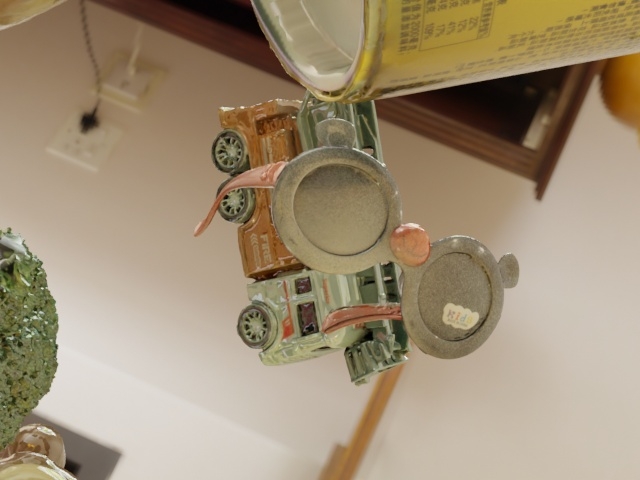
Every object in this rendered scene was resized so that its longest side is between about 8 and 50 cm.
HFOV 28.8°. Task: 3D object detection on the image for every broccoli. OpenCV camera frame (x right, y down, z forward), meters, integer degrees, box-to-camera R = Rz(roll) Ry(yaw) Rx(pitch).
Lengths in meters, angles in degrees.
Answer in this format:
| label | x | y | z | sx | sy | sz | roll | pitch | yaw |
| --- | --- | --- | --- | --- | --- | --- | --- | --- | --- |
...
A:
| label | x | y | z | sx | sy | sz | roll | pitch | yaw |
| --- | --- | --- | --- | --- | --- | --- | --- | --- | --- |
| broccoli | -0.332 | 0.083 | 0.953 | 0.270 | 0.270 | 0.270 | -33 | 150 | -22 |

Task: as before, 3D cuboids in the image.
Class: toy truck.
| label | x | y | z | sx | sy | sz | roll | pitch | yaw |
| --- | --- | --- | --- | --- | --- | --- | --- | --- | --- |
| toy truck | 0.000 | 0.000 | 1.407 | 0.133 | 0.184 | 0.338 | -3 | 82 | -54 |

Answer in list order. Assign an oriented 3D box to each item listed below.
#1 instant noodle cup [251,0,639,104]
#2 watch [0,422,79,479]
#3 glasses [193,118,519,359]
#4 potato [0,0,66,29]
| label | x | y | z | sx | sy | sz | roll | pitch | yaw |
| --- | --- | --- | --- | --- | --- | --- | --- | --- | --- |
| instant noodle cup | 0.088 | -0.229 | 0.720 | 0.254 | 0.325 | 0.325 | -19 | 154 | -16 |
| watch | -0.442 | 0.455 | 1.631 | 0.335 | 0.314 | 0.327 | -12 | 152 | -31 |
| glasses | 0.017 | 0.001 | 1.091 | 0.118 | 0.234 | 0.268 | -59 | -157 | -11 |
| potato | -0.198 | -0.255 | 0.674 | 0.301 | 0.237 | 0.288 | -21 | 117 | -72 |
